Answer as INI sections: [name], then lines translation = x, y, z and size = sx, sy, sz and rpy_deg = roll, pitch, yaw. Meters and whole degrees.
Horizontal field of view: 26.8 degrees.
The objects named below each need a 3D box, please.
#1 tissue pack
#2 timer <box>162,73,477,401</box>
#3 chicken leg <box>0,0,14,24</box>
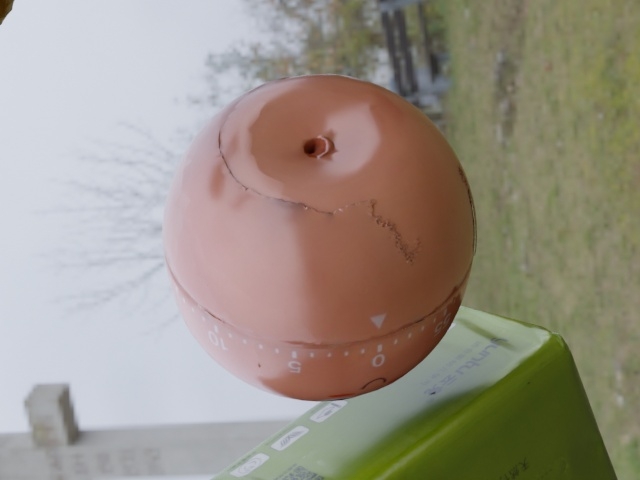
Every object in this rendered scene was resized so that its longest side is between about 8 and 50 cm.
[tissue pack]
translation = 0.081, 0.212, 1.060
size = 0.167, 0.274, 0.200
rpy_deg = 15, 132, 58
[timer]
translation = 0.000, 0.000, 0.986
size = 0.215, 0.229, 0.229
rpy_deg = 87, -173, -49
[chicken leg]
translation = -0.218, -0.193, 0.885
size = 0.107, 0.251, 0.087
rpy_deg = 52, 169, -12
